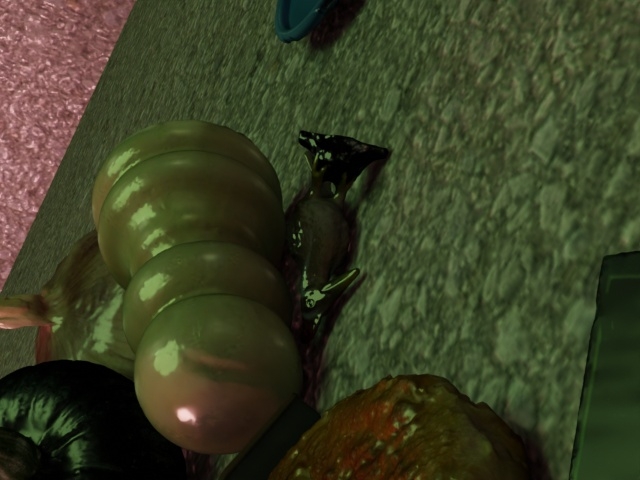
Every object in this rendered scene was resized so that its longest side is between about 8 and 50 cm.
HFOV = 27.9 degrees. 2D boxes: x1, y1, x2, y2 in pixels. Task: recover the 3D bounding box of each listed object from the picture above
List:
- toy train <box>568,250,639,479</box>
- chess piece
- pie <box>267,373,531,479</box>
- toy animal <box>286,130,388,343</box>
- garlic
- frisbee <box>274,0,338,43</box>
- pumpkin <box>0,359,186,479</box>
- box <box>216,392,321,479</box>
[{"bbox_3d":[0.137,0.106,0.559,0.044,0.042,0.209,-9,58,43],"label":"toy train"},{"bbox_3d":[-0.099,0.049,1.098,0.182,0.182,0.330,-58,26,25],"label":"chess piece"},{"bbox_3d":[0.013,0.210,0.711,0.315,0.092,0.315,-54,20,32],"label":"pie"},{"bbox_3d":[0.003,-0.009,1.060,0.105,0.070,0.202,126,153,-58],"label":"toy animal"},{"bbox_3d":[-0.253,0.084,1.343,0.245,0.253,0.245,-166,90,-73],"label":"garlic"},{"bbox_3d":[0.022,-0.315,1.363,0.242,0.045,0.242,-52,23,34],"label":"frisbee"},{"bbox_3d":[-0.248,0.216,1.134,0.248,0.248,0.248,-53,23,34],"label":"pumpkin"},{"bbox_3d":[-0.045,0.171,0.910,0.126,0.031,0.091,-43,-19,-55],"label":"box"}]
